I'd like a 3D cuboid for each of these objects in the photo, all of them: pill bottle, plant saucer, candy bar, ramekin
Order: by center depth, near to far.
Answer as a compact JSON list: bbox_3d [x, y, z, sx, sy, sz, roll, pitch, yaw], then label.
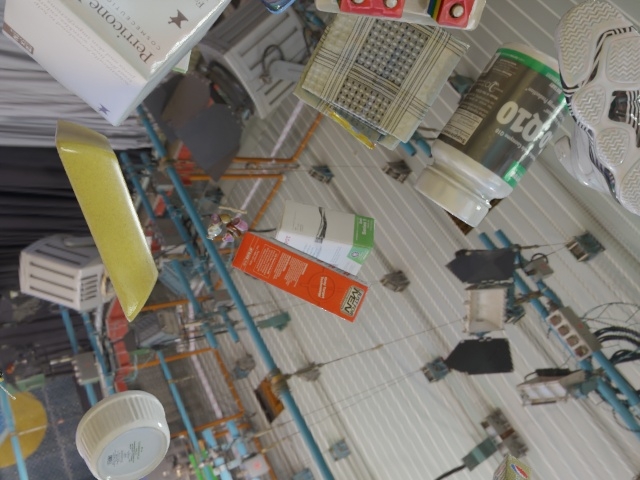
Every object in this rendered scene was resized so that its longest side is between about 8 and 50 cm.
[{"bbox_3d":[-0.397,-0.060,1.010,0.333,0.081,0.332,37,-36,59],"label":"plant saucer"},{"bbox_3d":[0.375,-0.222,1.165,0.204,0.204,0.361,42,-75,36],"label":"pill bottle"},{"bbox_3d":[-0.457,0.471,1.256,0.109,0.207,0.207,36,-59,47],"label":"ramekin"},{"bbox_3d":[0.071,-0.270,1.276,0.018,0.161,0.040,-48,-155,16],"label":"candy bar"}]

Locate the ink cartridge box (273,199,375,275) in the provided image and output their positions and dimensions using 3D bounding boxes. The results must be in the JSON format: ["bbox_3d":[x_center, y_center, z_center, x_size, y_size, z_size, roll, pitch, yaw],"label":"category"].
[{"bbox_3d":[0.000,0.000,1.266,0.160,0.220,0.092,116,-16,-56],"label":"ink cartridge box"}]

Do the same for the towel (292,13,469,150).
[{"bbox_3d":[0.132,-0.399,1.271,0.324,0.312,0.056,-56,-169,34],"label":"towel"}]

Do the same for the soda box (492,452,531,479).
[{"bbox_3d":[0.387,0.503,1.082,0.058,0.181,0.061,34,-79,18],"label":"soda box"}]

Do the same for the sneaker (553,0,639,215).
[{"bbox_3d":[0.478,-0.221,0.929,0.137,0.210,0.365,-28,-79,6],"label":"sneaker"}]

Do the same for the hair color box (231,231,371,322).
[{"bbox_3d":[-0.018,0.038,0.579,0.141,0.072,0.043,24,-88,8],"label":"hair color box"}]

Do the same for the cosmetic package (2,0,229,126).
[{"bbox_3d":[-0.211,-0.254,0.577,0.151,0.151,0.183,-14,-140,56],"label":"cosmetic package"}]

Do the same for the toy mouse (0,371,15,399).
[{"bbox_3d":[-0.609,0.204,0.930,0.161,0.031,0.143,48,-23,22],"label":"toy mouse"}]

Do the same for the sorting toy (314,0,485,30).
[{"bbox_3d":[0.139,-0.423,0.720,0.089,0.257,0.255,-100,-164,-52],"label":"sorting toy"}]

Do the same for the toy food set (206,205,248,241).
[{"bbox_3d":[-0.187,-0.025,1.080,0.122,0.078,0.019,121,-24,-55],"label":"toy food set"}]

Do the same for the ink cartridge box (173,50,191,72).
[{"bbox_3d":[-0.337,-0.478,1.088,0.056,0.171,0.235,-96,-156,-48],"label":"ink cartridge box"}]

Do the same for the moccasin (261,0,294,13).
[{"bbox_3d":[-0.046,-0.666,1.245,0.342,0.117,0.137,-30,-139,39],"label":"moccasin"}]
